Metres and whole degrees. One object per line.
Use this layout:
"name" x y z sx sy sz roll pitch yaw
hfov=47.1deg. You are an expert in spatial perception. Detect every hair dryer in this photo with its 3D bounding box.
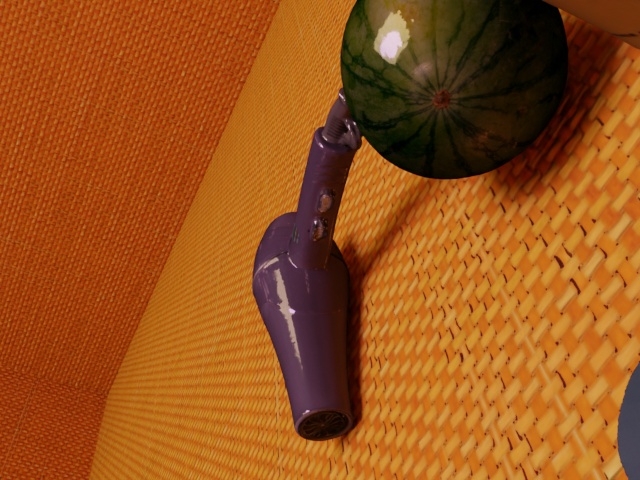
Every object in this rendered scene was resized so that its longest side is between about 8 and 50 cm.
"hair dryer" 0.000 0.000 0.782 0.301 0.121 0.361 -102 16 -46

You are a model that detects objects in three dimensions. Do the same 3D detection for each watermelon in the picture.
"watermelon" 0.112 -0.152 0.618 0.188 0.188 0.215 -58 3 34

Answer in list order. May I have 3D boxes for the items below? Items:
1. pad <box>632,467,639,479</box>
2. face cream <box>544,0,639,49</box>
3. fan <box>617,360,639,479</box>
"pad" 0.194 0.182 0.278 0.270 0.012 0.269 -70 17 1
"face cream" 0.199 -0.252 0.461 0.218 0.179 0.218 -57 22 37
"fan" 0.196 0.097 0.336 0.113 0.005 0.175 -66 17 11
